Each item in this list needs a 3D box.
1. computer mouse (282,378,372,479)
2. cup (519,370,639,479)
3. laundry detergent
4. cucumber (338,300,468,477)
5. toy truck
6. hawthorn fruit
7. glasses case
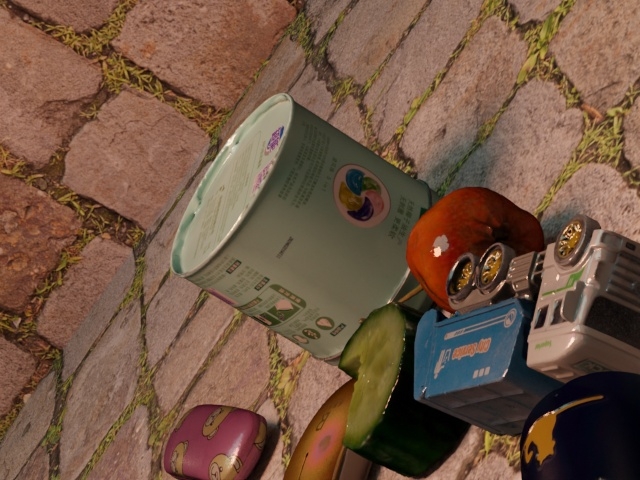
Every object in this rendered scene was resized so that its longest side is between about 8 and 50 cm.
[{"bbox_3d":[0.011,0.294,2.127,0.158,0.072,0.310,-31,34,58],"label":"computer mouse"},{"bbox_3d":[0.220,0.259,1.414,0.255,0.178,0.256,-23,27,15],"label":"cup"},{"bbox_3d":[0.000,0.000,2.239,0.287,0.305,0.287,-49,21,26],"label":"laundry detergent"},{"bbox_3d":[0.109,0.177,1.987,0.191,0.130,0.191,-54,22,33],"label":"cucumber"},{"bbox_3d":[0.233,0.096,1.751,0.367,0.146,0.175,-28,43,62],"label":"toy truck"},{"bbox_3d":[0.154,0.044,2.032,0.285,0.165,0.165,-44,23,52],"label":"hawthorn fruit"},{"bbox_3d":[-0.164,0.313,2.533,0.123,0.076,0.316,-64,19,-14],"label":"glasses case"}]
